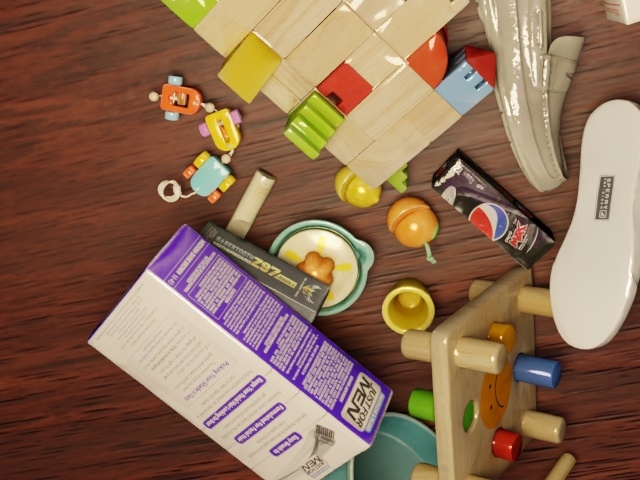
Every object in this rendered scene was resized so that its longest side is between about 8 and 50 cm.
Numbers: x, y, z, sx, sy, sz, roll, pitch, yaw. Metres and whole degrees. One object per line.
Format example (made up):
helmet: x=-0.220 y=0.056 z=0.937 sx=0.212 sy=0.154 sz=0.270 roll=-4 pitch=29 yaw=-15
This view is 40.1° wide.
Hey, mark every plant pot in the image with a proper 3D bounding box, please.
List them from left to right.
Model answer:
plant pot: x=0.052 y=0.415 z=1.206 sx=0.255 sy=0.272 sz=0.272 roll=-38 pitch=99 yaw=32

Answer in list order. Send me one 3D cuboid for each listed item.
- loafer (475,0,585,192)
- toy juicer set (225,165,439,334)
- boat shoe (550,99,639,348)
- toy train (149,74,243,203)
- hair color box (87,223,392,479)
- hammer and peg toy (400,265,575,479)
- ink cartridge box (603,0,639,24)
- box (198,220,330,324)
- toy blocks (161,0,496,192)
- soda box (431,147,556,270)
loafer: x=0.260 y=-0.216 z=1.042 sx=0.111 sy=0.112 sz=0.319 roll=-11 pitch=105 yaw=20
toy juicer set: x=0.000 y=0.000 z=1.159 sx=0.329 sy=0.089 sz=0.209 roll=10 pitch=109 yaw=5
boat shoe: x=0.361 y=-0.015 z=1.072 sx=0.108 sy=0.102 sz=0.301 roll=6 pitch=89 yaw=48
toy train: x=-0.163 y=-0.133 z=1.165 sx=0.125 sy=0.046 sz=0.166 roll=7 pitch=105 yaw=7
hair color box: x=-0.101 y=0.158 z=1.101 sx=0.339 sy=0.110 sz=0.185 roll=41 pitch=131 yaw=-6
hammer and peg toy: x=0.220 y=0.236 z=1.128 sx=0.127 sy=0.266 sz=0.361 roll=6 pitch=111 yaw=35
ink cartridge box: x=0.353 y=-0.314 z=0.995 sx=0.067 sy=0.115 sz=0.198 roll=-17 pitch=104 yaw=12
box: x=-0.111 y=0.107 z=1.179 sx=0.183 sy=0.059 sz=0.233 roll=29 pitch=132 yaw=4
toy blocks: x=0.054 y=-0.246 z=0.999 sx=0.381 sy=0.191 sz=0.261 roll=40 pitch=119 yaw=-19
soda box: x=0.222 y=-0.040 z=1.129 sx=0.169 sy=0.060 sz=0.053 roll=40 pitch=109 yaw=-6
